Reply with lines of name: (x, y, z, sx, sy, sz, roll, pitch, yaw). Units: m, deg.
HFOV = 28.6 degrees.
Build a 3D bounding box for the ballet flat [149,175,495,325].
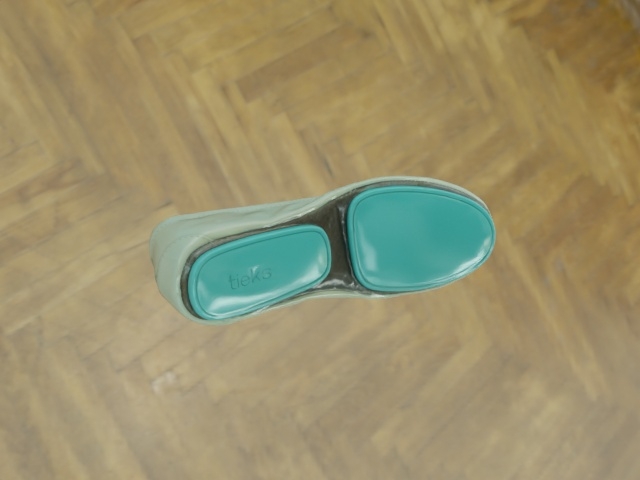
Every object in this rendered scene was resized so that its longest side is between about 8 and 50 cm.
ballet flat: (0.000, 0.000, 0.838, 0.248, 0.086, 0.086, -7, 79, -30)
